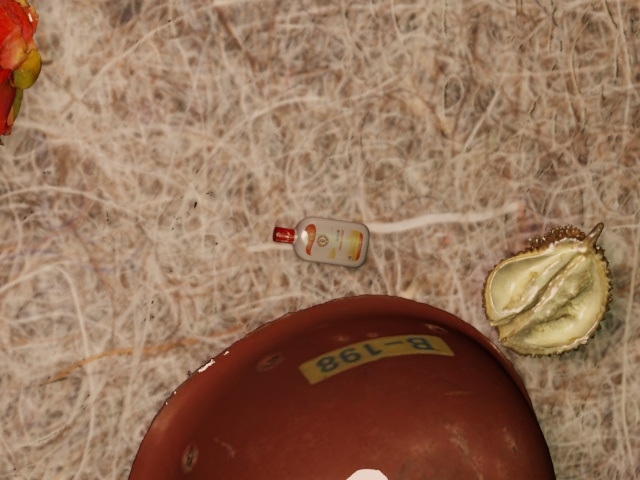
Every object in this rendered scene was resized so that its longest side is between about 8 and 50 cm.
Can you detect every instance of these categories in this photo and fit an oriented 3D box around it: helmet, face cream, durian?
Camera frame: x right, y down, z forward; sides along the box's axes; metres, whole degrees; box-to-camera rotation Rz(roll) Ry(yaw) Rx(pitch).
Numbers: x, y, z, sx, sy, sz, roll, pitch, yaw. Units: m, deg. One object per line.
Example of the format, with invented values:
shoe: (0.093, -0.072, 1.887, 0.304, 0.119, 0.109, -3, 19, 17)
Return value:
helmet: (0.047, 0.233, 1.636, 0.385, 0.230, 0.337, -6, 100, -17)
face cream: (0.000, 0.000, 1.692, 0.083, 0.021, 0.040, 7, 95, -16)
durian: (0.205, 0.034, 1.730, 0.110, 0.071, 0.140, 33, 104, -12)

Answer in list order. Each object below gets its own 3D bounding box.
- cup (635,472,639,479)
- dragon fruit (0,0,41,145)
cup: (0.382, 0.311, 1.785, 0.226, 0.185, 0.241, 22, 123, -13)
dragon fruit: (-0.361, -0.112, 1.473, 0.307, 0.243, 0.227, -25, 65, -30)
